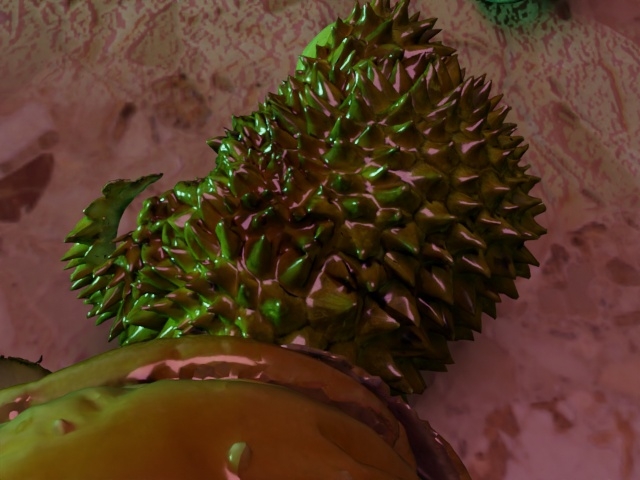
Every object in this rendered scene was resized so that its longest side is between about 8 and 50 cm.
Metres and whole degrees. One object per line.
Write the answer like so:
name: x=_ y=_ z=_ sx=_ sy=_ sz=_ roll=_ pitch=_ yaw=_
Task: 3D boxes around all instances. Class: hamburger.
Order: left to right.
hamburger: x=-0.050 y=0.183 z=0.411 sx=0.319 sy=0.158 sz=0.318 roll=-2 pitch=97 yaw=-15

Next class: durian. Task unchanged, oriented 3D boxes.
durian: x=0.003 y=-0.001 z=0.559 sx=0.237 sy=0.200 sz=0.176 roll=-31 pitch=59 yaw=-26

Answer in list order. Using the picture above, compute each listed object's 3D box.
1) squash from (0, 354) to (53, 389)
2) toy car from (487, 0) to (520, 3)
squash: x=-0.247 y=0.110 z=0.516 sx=0.288 sy=0.137 sz=0.137 roll=4 pitch=59 yaw=-1
toy car: x=0.142 y=-0.299 z=0.793 sx=0.125 sy=0.136 sz=0.305 roll=1 pitch=58 yaw=-30
